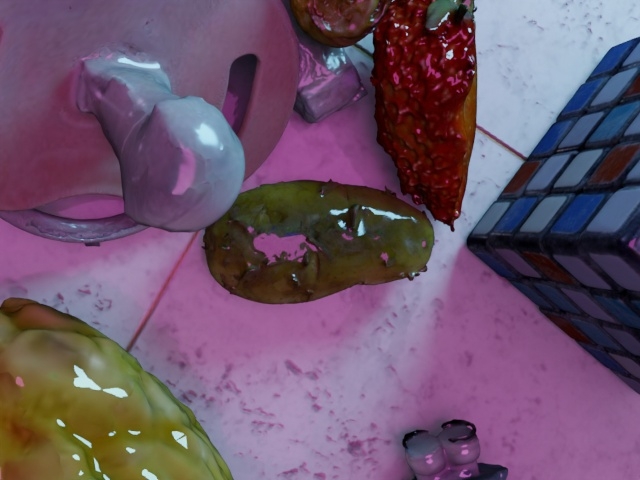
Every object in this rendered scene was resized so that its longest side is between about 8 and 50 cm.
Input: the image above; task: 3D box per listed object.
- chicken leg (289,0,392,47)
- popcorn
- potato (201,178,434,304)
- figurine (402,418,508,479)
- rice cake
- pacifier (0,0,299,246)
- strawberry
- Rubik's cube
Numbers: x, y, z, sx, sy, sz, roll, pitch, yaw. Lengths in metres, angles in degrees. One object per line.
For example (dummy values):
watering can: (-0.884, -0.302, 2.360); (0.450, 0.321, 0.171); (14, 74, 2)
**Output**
chicken leg: (0.025, -0.281, 0.667); (0.087, 0.107, 0.252); (21, 57, -19)
popcorn: (-0.225, 0.248, 0.546); (0.344, 0.354, 0.390); (-37, 55, 11)
potato: (0.000, 0.000, 0.700); (0.225, 0.090, 0.118); (-3, 92, -11)
figurine: (0.139, 0.309, 0.734); (0.137, 0.110, 0.246); (-16, 91, -2)
rice cake: (-0.038, -0.207, 0.701); (0.069, 0.063, 0.207); (-37, 98, -6)
pacifier: (-0.153, -0.110, 0.578); (0.331, 0.273, 0.221); (0, 87, -35)
strawberry: (0.101, -0.135, 0.713); (0.097, 0.174, 0.228); (3, 127, 13)
Rubik's cube: (0.365, -0.016, 0.681); (0.292, 0.287, 0.293); (42, 83, -10)
